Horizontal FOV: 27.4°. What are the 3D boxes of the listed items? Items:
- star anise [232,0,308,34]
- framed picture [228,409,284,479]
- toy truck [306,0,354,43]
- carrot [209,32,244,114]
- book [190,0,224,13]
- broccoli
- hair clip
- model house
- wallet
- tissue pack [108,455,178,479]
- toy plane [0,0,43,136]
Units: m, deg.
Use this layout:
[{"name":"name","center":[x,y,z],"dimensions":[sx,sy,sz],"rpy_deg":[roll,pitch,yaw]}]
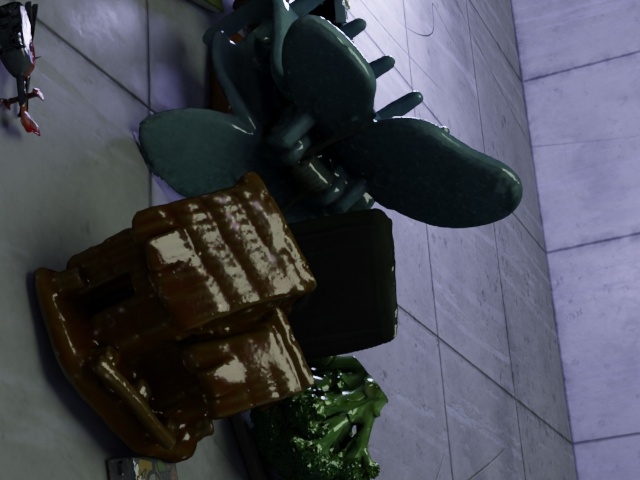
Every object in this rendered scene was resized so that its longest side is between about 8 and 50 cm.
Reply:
[{"name":"star anise","center":[-0.063,-0.328,1.767],"dimensions":[0.257,0.110,0.198],"rpy_deg":[37,32,-70]},{"name":"framed picture","center":[-0.032,0.291,1.608],"dimensions":[0.209,0.019,0.281],"rpy_deg":[-45,119,-65]},{"name":"toy truck","center":[0.015,-0.324,2.003],"dimensions":[0.116,0.085,0.191],"rpy_deg":[30,53,-75]},{"name":"carrot","center":[-0.119,-0.171,1.630],"dimensions":[0.048,0.048,0.216],"rpy_deg":[49,39,-52]},{"name":"book","center":[-0.196,-0.466,1.609],"dimensions":[0.239,0.035,0.352],"rpy_deg":[17,61,-70]},{"name":"broccoli","center":[-0.003,0.203,1.514],"dimensions":[0.195,0.156,0.195],"rpy_deg":[51,-1,2]},{"name":"hair clip","center":[-0.005,-0.124,1.519],"dimensions":[0.318,0.392,0.238],"rpy_deg":[48,29,-23]},{"name":"model house","center":[-0.109,0.074,1.225],"dimensions":[0.199,0.229,0.219],"rpy_deg":[64,17,13]},{"name":"wallet","center":[-0.039,0.054,1.409],"dimensions":[0.052,0.245,0.169],"rpy_deg":[58,26,-55]},{"name":"tissue pack","center":[-0.167,0.237,1.266],"dimensions":[0.083,0.035,0.063],"rpy_deg":[9,68,-67]},{"name":"toy plane","center":[-0.279,-0.167,1.215],"dimensions":[0.060,0.037,0.145],"rpy_deg":[51,27,-69]}]
